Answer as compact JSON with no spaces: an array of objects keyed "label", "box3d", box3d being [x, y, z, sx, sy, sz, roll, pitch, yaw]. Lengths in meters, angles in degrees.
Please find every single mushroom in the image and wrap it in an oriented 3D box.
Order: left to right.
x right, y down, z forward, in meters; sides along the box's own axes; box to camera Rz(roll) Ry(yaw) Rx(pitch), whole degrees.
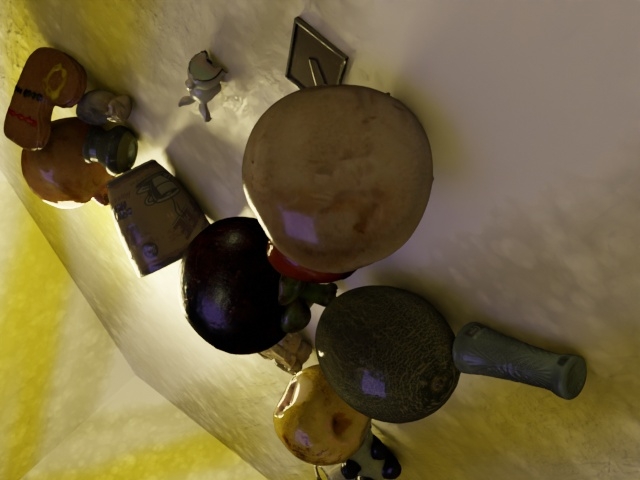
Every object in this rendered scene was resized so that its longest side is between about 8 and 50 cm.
[{"label":"mushroom","box3d":[-0.533,-0.330,2.005,0.223,0.081,0.092,4,113,53]},{"label":"mushroom","box3d":[0.033,-0.086,1.261,0.292,0.292,0.290,41,180,13]}]

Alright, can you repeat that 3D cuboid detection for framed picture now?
[{"label":"framed picture","box3d":[-0.009,-0.280,1.316,0.109,0.011,0.149,42,155,12]}]

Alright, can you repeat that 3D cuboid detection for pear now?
[{"label":"pear","box3d":[0.000,0.448,2.102,0.271,0.271,0.271,37,153,22]}]

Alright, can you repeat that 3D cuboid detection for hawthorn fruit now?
[{"label":"hawthorn fruit","box3d":[0.000,0.000,1.533,0.202,0.185,0.185,28,152,7]}]

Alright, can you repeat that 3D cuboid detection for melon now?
[{"label":"melon","box3d":[0.123,0.212,1.560,0.329,0.249,0.248,28,151,55]}]

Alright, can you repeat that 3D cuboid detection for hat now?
[{"label":"hat","box3d":[0.089,0.696,2.455,0.275,0.161,0.232,50,-158,-63]}]

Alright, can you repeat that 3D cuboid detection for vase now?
[{"label":"vase","box3d":[0.341,0.208,1.393,0.219,0.096,0.096,11,138,48]}]

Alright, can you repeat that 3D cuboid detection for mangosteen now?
[{"label":"mangosteen","box3d":[-0.160,0.103,1.798,0.330,0.330,0.330,37,153,22]}]

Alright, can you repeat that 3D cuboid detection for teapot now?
[{"label":"teapot","box3d":[-0.535,-0.234,2.098,0.119,0.130,0.166,12,180,5]}]

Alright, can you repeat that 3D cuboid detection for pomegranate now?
[{"label":"pomegranate","box3d":[-0.667,-0.200,2.211,0.229,0.252,0.270,-28,97,47]}]

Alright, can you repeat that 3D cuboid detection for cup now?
[{"label":"cup","box3d":[-0.416,-0.075,2.103,0.301,0.227,0.257,-98,-17,-82]}]

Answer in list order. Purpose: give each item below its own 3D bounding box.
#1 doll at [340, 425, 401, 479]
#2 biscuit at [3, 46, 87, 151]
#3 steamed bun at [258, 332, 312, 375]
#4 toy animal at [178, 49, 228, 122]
[{"label":"doll","box3d":[0.123,0.601,2.265,0.234,0.143,0.135,54,-175,-36]},{"label":"biscuit","box3d":[-0.707,-0.351,2.060,0.262,0.277,0.052,35,-167,38]},{"label":"steamed bun","box3d":[-0.115,0.260,2.187,0.177,0.106,0.192,24,156,34]},{"label":"toy animal","box3d":[-0.225,-0.298,1.567,0.071,0.085,0.124,28,160,0]}]
